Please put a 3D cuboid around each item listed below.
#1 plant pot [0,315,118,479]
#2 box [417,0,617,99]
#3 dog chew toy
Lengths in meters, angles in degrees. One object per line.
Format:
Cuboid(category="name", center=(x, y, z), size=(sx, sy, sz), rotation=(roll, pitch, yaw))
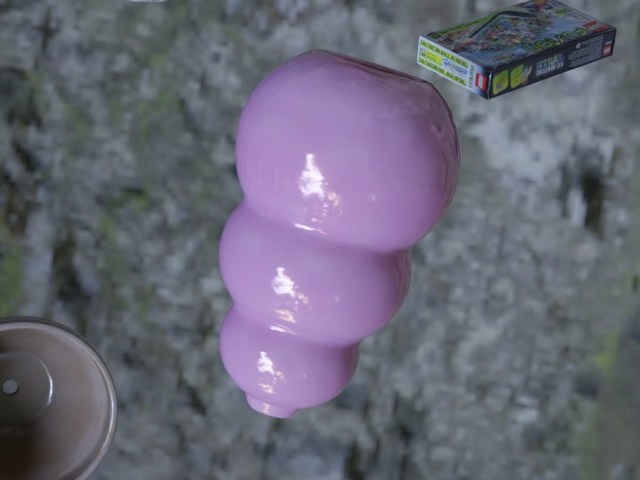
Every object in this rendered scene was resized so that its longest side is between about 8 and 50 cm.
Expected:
Cuboid(category="plant pot", center=(-0.371, 0.194, 2.256), size=(0.110, 0.237, 0.237), rotation=(-132, 47, -67))
Cuboid(category="box", center=(0.221, -0.218, 2.074), size=(0.207, 0.114, 0.036), rotation=(-22, -51, -37))
Cuboid(category="dog chew toy", center=(0.000, 0.000, 1.678), size=(0.206, 0.206, 0.332), rotation=(-56, -16, -81))
